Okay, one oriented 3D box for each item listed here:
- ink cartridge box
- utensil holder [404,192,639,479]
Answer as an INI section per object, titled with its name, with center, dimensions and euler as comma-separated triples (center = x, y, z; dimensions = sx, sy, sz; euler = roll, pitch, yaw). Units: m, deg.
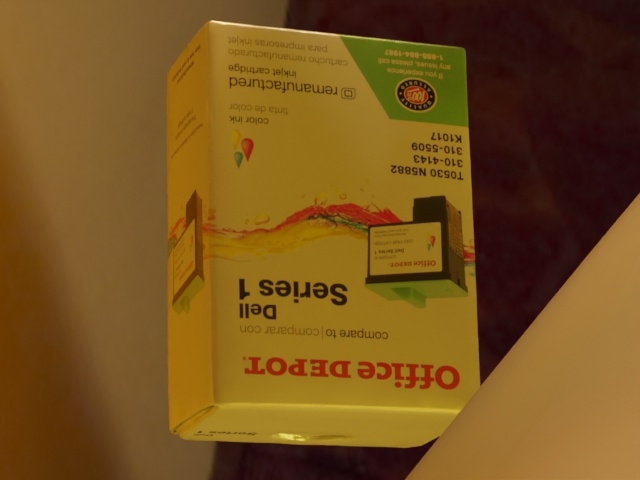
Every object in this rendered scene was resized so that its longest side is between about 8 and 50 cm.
[ink cartridge box]
center = 0.000, 0.000, 1.306
dimensions = 0.201, 0.117, 0.278
euler = 4, -106, -19
[utensil holder]
center = 0.180, 0.148, 0.623
dimensions = 0.327, 0.327, 0.385
euler = 28, -126, 23
